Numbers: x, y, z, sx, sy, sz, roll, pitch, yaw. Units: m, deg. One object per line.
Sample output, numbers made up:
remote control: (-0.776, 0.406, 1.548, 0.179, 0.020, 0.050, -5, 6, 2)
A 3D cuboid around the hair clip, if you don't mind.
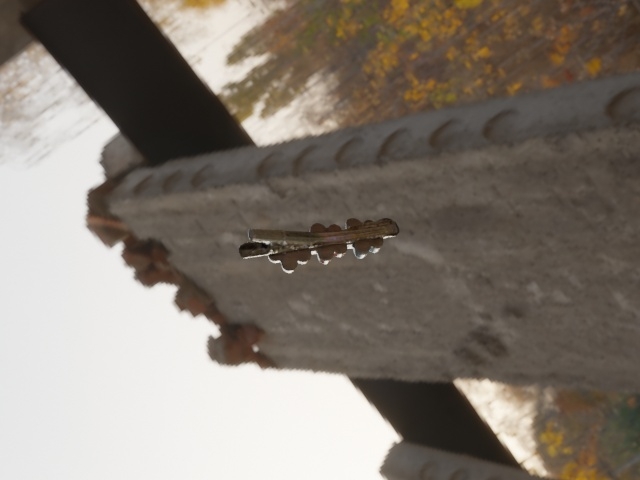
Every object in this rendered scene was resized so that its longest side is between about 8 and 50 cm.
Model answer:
hair clip: (-0.002, 0.004, 1.337, 0.056, 0.214, 0.062, 119, 141, -51)
